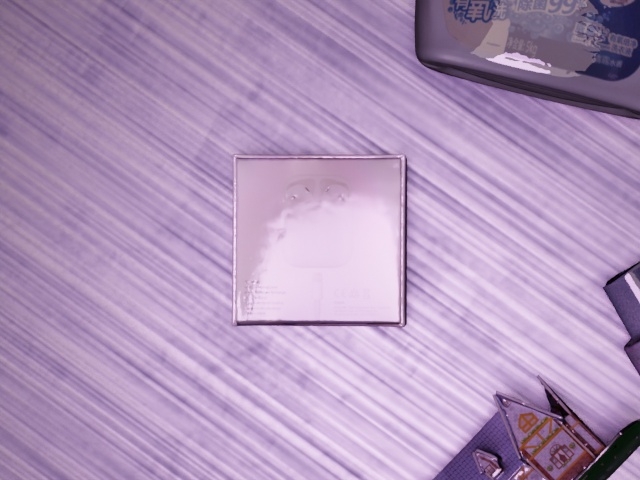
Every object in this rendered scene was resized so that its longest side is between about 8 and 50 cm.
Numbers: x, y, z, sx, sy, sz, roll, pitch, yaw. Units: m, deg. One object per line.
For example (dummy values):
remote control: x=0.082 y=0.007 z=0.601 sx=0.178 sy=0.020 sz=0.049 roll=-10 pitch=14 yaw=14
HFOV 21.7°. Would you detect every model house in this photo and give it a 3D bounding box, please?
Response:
model house: x=0.150 y=0.165 z=1.219 sx=0.167 sy=0.117 sz=0.088 roll=-47 pitch=70 yaw=3

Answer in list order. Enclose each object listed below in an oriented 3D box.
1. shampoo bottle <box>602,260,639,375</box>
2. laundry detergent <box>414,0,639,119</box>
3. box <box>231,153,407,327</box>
shampoo bottle: x=0.281 y=0.112 z=1.221 sx=0.072 sy=0.072 sz=0.214 roll=-32 pitch=87 yaw=3
laundry detergent: x=0.191 y=-0.243 z=1.217 sx=0.215 sy=0.105 sz=0.280 roll=15 pitch=88 yaw=5
box: x=0.000 y=0.000 z=1.253 sx=0.130 sy=0.051 sz=0.129 roll=0 pitch=88 yaw=3
